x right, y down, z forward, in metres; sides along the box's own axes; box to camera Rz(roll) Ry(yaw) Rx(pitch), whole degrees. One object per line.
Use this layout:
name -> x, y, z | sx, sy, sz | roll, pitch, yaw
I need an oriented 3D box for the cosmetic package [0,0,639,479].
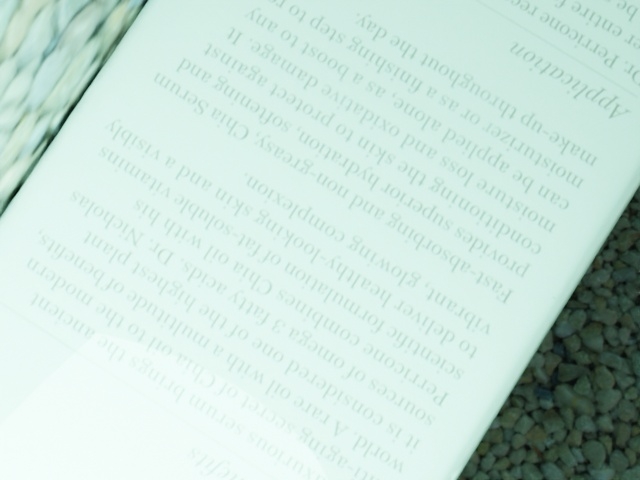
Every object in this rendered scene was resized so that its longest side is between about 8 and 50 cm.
cosmetic package -> 0.000, 0.000, 0.834 | 0.453, 0.230, 0.161 | -56, 173, -9
